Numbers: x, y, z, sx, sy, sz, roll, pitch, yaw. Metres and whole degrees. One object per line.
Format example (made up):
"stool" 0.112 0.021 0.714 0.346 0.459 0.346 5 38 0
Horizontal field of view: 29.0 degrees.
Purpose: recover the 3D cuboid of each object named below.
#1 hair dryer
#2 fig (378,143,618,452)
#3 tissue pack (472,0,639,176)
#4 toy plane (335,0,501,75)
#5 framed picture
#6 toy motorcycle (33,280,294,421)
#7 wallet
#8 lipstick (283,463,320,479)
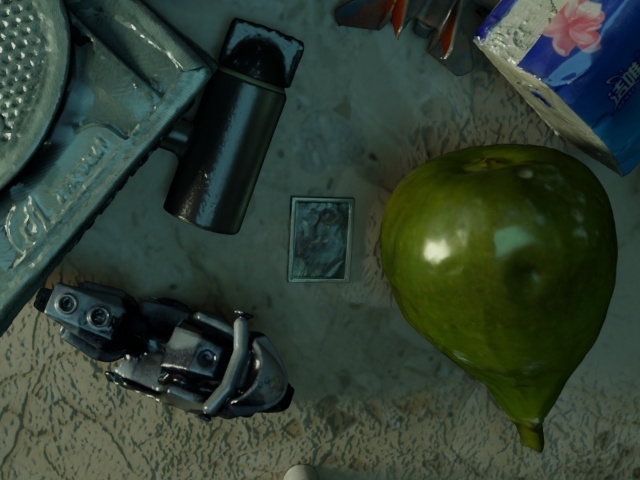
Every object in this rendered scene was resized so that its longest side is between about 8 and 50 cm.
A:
"hair dryer" -0.161 -0.136 1.156 0.248 0.078 0.195 19 98 -8
"fig" 0.155 0.051 1.179 0.233 0.233 0.314 9 123 -11
"tissue pack" 0.299 -0.217 1.141 0.269 0.137 0.209 -49 135 3
"toy plane" 0.146 -0.311 1.129 0.223 0.104 0.326 21 114 -14
"framed picture" 0.000 0.000 1.242 0.066 0.006 0.089 1 103 -10
"toy motorcycle" -0.139 0.105 1.170 0.270 0.159 0.106 25 77 -16
"wallet" -0.286 -0.102 1.110 0.237 0.075 0.342 42 98 2
"lipstick" -0.011 0.269 1.234 0.040 0.141 0.040 -2 103 -7
